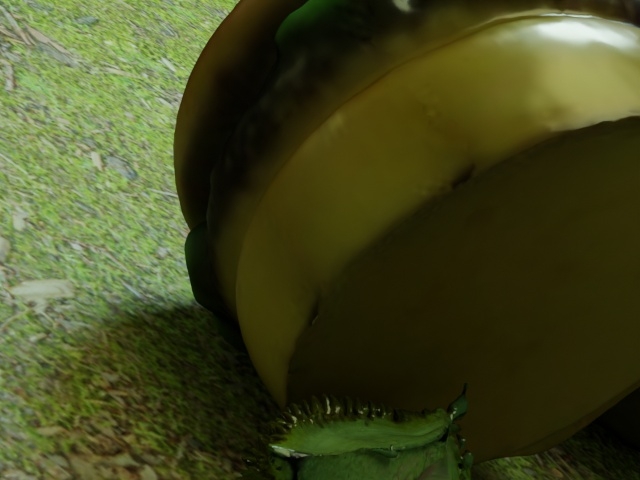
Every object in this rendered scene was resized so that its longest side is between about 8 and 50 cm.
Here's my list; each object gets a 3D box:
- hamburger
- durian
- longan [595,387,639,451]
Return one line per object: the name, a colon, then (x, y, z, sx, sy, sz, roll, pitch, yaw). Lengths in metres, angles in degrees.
hamburger: (0.082, -0.044, 1.055, 0.395, 0.396, 0.277, 15, 35, -41)
durian: (0.017, 0.156, 0.907, 0.095, 0.137, 0.220, 4, 5, 38)
longan: (0.341, -0.015, 1.359, 0.404, 0.404, 0.436, 7, 29, -50)
